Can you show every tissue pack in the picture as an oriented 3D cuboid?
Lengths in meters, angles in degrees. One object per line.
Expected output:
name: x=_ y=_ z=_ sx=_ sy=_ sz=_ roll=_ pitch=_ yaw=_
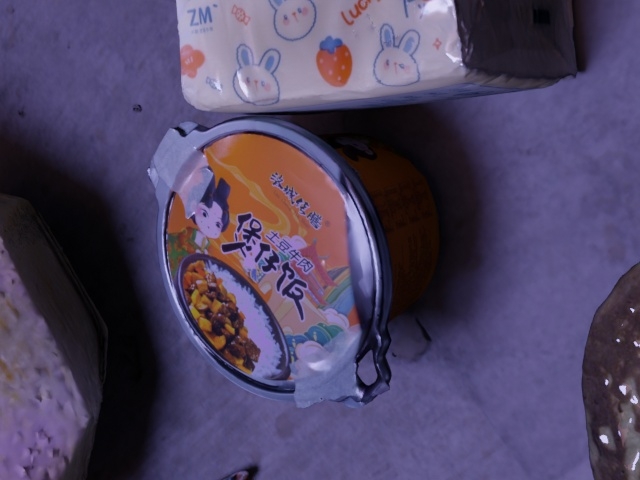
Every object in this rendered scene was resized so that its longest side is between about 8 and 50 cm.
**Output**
tissue pack: x=0.032 y=-0.125 z=0.659 sx=0.196 sy=0.148 sz=0.092 roll=-3 pitch=94 yaw=37

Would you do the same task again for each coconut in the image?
coconut: x=-0.339 y=0.101 z=0.870 sx=0.352 sy=0.352 sz=0.352 roll=9 pitch=105 yaw=35

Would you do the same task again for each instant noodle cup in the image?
instant noodle cup: x=0.000 y=0.000 z=0.720 sx=0.177 sy=0.125 sz=0.208 roll=-33 pitch=83 yaw=38

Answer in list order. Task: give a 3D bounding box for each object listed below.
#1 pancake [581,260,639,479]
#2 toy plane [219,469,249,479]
pancake: x=0.257 y=0.103 z=0.614 sx=0.250 sy=0.031 sz=0.250 roll=9 pitch=106 yaw=34
toy plane: x=-0.167 y=0.290 z=0.922 sx=0.223 sy=0.104 sz=0.326 roll=42 pitch=121 yaw=-9
